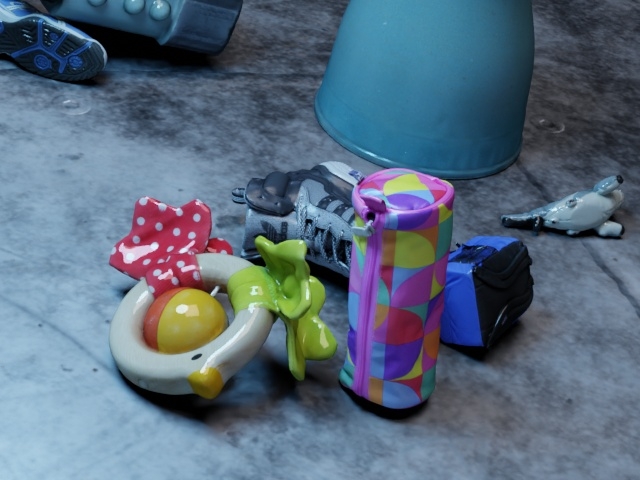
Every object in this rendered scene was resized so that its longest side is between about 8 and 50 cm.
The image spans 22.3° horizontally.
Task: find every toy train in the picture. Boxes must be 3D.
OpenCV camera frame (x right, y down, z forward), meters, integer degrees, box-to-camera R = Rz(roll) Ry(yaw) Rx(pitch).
[{"bbox_3d":[-0.255,-0.334,2.048,0.334,0.142,0.190,10,26,-36],"label":"toy train"}]

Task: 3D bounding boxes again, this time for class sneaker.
[{"bbox_3d":[-0.357,-0.261,2.008,0.211,0.080,0.081,20,37,10],"label":"sneaker"},{"bbox_3d":[0.000,0.000,1.707,0.153,0.101,0.268,-6,27,-23],"label":"sneaker"}]

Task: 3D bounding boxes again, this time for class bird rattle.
[{"bbox_3d":[-0.119,0.056,1.559,0.253,0.143,0.207,20,52,27],"label":"bird rattle"}]

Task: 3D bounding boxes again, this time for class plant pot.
[{"bbox_3d":[0.148,-0.255,2.006,0.271,0.255,0.272,9,32,-6],"label":"plant pot"}]

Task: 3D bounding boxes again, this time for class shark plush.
[{"bbox_3d":[0.293,-0.029,1.924,0.161,0.073,0.067,-23,22,-13],"label":"shark plush"}]

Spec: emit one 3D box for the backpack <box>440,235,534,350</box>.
[{"bbox_3d":[0.163,0.043,1.700,0.101,0.098,0.120,11,28,38],"label":"backpack"}]

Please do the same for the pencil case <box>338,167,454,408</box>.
[{"bbox_3d":[0.068,0.045,1.537,0.104,0.236,0.104,0,29,0],"label":"pencil case"}]
